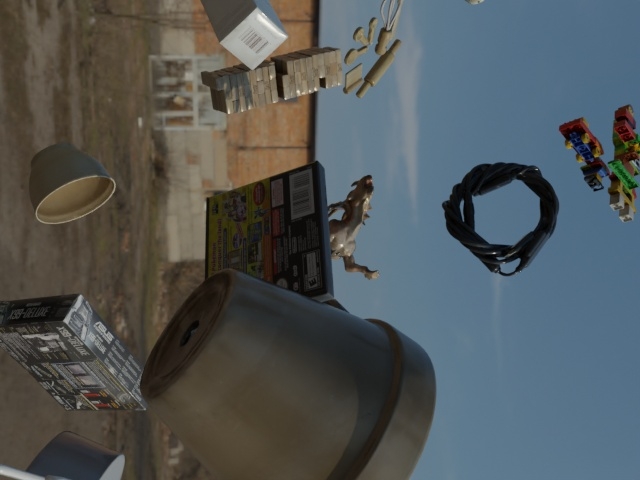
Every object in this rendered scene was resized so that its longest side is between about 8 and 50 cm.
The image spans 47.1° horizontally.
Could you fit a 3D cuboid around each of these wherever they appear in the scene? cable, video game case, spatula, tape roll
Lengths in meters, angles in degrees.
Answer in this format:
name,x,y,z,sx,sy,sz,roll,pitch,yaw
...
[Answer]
name,x,y,z,sx,sy,sz,roll,pitch,yaw
cable,0.257,-0.042,1.039,0.184,0.150,0.047,-49,166,-26
video game case,-0.100,0.008,1.347,0.035,0.248,0.275,44,36,-53
spatula,-0.148,0.225,0.631,0.242,0.168,0.019,47,50,-49
tape roll,-0.296,0.323,0.798,0.219,0.072,0.219,24,90,-89

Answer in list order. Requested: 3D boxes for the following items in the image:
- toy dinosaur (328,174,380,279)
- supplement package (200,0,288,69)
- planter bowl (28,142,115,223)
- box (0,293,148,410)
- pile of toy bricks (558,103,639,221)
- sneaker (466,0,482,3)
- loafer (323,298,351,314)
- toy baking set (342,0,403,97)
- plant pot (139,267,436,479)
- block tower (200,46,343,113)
name,x,y,z,sx,sy,sz,roll,pitch,yaw
toy dinosaur,0.000,0.000,1.532,0.127,0.295,0.200,63,9,-45
supplement package,-0.158,-0.456,1.491,0.105,0.105,0.179,31,26,-47
planter bowl,-0.501,-0.122,1.440,0.109,0.162,0.162,59,-17,13
box,-0.532,0.248,1.575,0.307,0.242,0.077,61,34,-35
pile of toy bricks,0.436,-0.133,1.054,0.118,0.212,0.105,-17,-136,42
sneaker,0.150,-0.357,0.801,0.158,0.410,0.182,-21,-92,40
loafer,0.017,0.222,1.915,0.134,0.130,0.366,45,-3,-22
toy baking set,0.129,-0.421,1.553,0.256,0.030,0.197,-52,161,-14
plant pot,-0.063,0.191,0.939,0.323,0.280,0.323,-44,-158,23
block tower,-0.110,-0.383,1.746,0.091,0.335,0.097,30,-48,52
